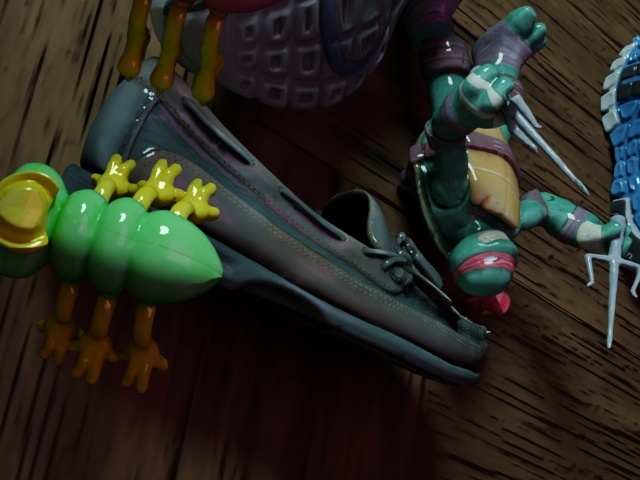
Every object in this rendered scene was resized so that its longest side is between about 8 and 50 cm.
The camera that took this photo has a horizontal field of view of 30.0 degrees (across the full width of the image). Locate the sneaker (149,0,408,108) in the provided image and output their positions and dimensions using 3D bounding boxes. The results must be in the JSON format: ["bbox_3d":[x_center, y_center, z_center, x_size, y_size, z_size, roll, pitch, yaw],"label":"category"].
[{"bbox_3d":[-0.004,-0.161,0.635,0.297,0.129,0.111,-42,150,-49],"label":"sneaker"}]

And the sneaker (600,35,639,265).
[{"bbox_3d":[0.267,-0.069,0.930,0.083,0.071,0.191,13,79,-50],"label":"sneaker"}]

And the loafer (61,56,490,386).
[{"bbox_3d":[0.000,0.000,0.598,0.267,0.096,0.084,26,87,-36],"label":"loafer"}]

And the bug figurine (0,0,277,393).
[{"bbox_3d":[-0.126,-0.071,0.445,0.216,0.072,0.279,15,75,-4],"label":"bug figurine"}]

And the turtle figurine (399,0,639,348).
[{"bbox_3d":[0.105,-0.050,0.718,0.175,0.118,0.234,41,36,-50],"label":"turtle figurine"}]
